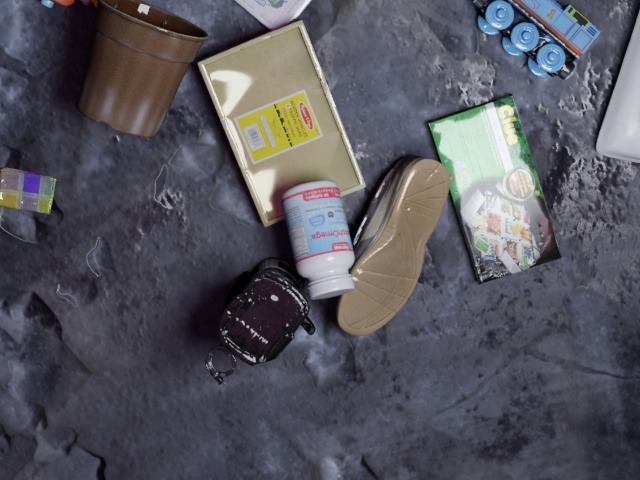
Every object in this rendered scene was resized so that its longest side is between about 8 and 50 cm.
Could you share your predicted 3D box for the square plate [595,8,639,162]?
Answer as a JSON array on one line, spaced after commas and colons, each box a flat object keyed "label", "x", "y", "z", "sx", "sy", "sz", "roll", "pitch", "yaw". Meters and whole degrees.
[{"label": "square plate", "x": 0.616, "y": -0.247, "z": 1.784, "sx": 0.347, "sy": 0.049, "sz": 0.344, "roll": 12, "pitch": 107, "yaw": -6}]

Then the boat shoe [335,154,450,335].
[{"label": "boat shoe", "x": 0.099, "y": 0.004, "z": 1.828, "sx": 0.103, "sy": 0.092, "sz": 0.285, "roll": 20, "pitch": 98, "yaw": -22}]

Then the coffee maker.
[{"label": "coffee maker", "x": -0.098, "y": 0.109, "z": 1.798, "sx": 0.171, "sy": 0.178, "sz": 0.120, "roll": -30, "pitch": 96, "yaw": 2}]

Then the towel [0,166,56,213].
[{"label": "towel", "x": -0.445, "y": -0.074, "z": 1.850, "sx": 0.083, "sy": 0.009, "sz": 0.060, "roll": 11, "pitch": 98, "yaw": -2}]

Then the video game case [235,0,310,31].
[{"label": "video game case", "x": -0.074, "y": -0.402, "z": 1.796, "sx": 0.157, "sy": 0.019, "sz": 0.143, "roll": 39, "pitch": 97, "yaw": -7}]

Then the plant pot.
[{"label": "plant pot", "x": -0.267, "y": -0.246, "z": 1.755, "sx": 0.167, "sy": 0.167, "sz": 0.165, "roll": 22, "pitch": 105, "yaw": -4}]

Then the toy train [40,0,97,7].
[{"label": "toy train", "x": -0.336, "y": -0.398, "z": 1.781, "sx": 0.125, "sy": 0.046, "sz": 0.166, "roll": 30, "pitch": 98, "yaw": -5}]

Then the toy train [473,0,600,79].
[{"label": "toy train", "x": 0.312, "y": -0.317, "z": 1.789, "sx": 0.184, "sy": 0.080, "sz": 0.105, "roll": 39, "pitch": 88, "yaw": -4}]

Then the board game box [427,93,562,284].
[{"label": "board game box", "x": 0.263, "y": -0.076, "z": 1.849, "sx": 0.136, "sy": 0.030, "sz": 0.259, "roll": -17, "pitch": 99, "yaw": 4}]

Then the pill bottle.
[{"label": "pill bottle", "x": 0.000, "y": 0.000, "z": 1.768, "sx": 0.087, "sy": 0.087, "sz": 0.160, "roll": -14, "pitch": 80, "yaw": 2}]

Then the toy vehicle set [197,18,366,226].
[{"label": "toy vehicle set", "x": -0.056, "y": -0.172, "z": 1.816, "sx": 0.166, "sy": 0.035, "sz": 0.267, "roll": -21, "pitch": 103, "yaw": 2}]
